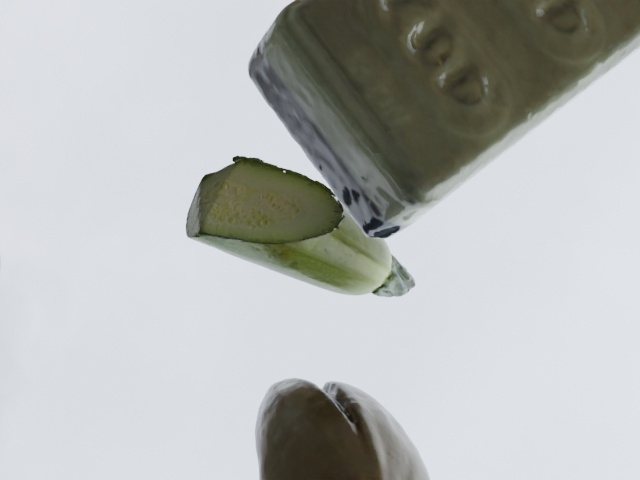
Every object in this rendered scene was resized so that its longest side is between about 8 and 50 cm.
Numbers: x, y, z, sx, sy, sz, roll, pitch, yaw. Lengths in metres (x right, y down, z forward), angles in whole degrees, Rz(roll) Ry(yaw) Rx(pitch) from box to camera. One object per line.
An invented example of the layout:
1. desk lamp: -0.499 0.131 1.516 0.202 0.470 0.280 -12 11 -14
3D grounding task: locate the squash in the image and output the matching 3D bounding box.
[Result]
1. squash: 0.000 -0.003 0.910 0.075 0.200 0.090 -59 -158 24

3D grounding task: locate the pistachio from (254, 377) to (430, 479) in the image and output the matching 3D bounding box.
1. pistachio: 0.012 0.184 0.866 0.136 0.136 0.226 -44 -147 9

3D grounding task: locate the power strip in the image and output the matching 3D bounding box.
1. power strip: 0.094 -0.113 0.543 0.257 0.105 0.070 -37 179 -26
